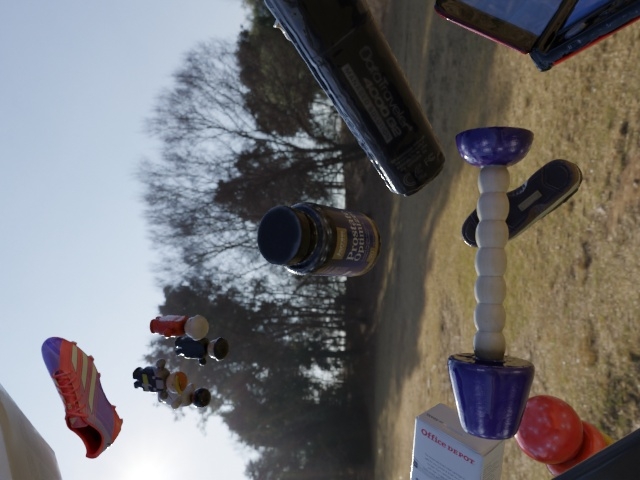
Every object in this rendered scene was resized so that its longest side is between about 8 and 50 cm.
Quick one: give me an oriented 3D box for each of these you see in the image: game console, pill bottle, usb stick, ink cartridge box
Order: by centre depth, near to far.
[{"bbox_3d":[0.172,-0.193,0.362,0.124,0.085,0.144,-23,25,55],"label":"game console"},{"bbox_3d":[0.045,-0.153,0.513,0.278,0.077,0.045,49,-177,-38],"label":"usb stick"},{"bbox_3d":[0.000,0.000,0.891,0.219,0.123,0.123,6,-94,-53],"label":"pill bottle"},{"bbox_3d":[0.253,0.436,0.980,0.086,0.148,0.203,-12,-69,-40],"label":"ink cartridge box"}]

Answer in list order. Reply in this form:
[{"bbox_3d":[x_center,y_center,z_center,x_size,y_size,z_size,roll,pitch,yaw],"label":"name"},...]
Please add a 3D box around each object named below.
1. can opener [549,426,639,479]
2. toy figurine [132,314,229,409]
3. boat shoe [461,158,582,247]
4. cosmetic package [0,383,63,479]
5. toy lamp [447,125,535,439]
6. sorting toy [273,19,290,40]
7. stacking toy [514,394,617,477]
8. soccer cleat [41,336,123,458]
[{"bbox_3d":[0.194,0.218,0.381,0.093,0.280,0.074,53,173,42],"label":"can opener"},{"bbox_3d":[-0.331,0.299,1.275,0.213,0.148,0.209,71,-155,-53],"label":"toy figurine"},{"bbox_3d":[0.406,-0.062,1.044,0.095,0.257,0.095,-3,-115,-48],"label":"boat shoe"},{"bbox_3d":[-0.484,0.432,0.834,0.377,0.097,0.284,41,146,42],"label":"cosmetic package"},{"bbox_3d":[0.158,0.038,0.479,0.080,0.080,0.275,17,-105,-87],"label":"toy lamp"},{"bbox_3d":[-0.023,-0.271,0.603,0.075,0.045,0.083,-54,-16,12],"label":"sorting toy"},{"bbox_3d":[0.395,0.333,0.738,0.141,0.330,0.141,-47,17,19],"label":"stacking toy"},{"bbox_3d":[-0.462,0.298,0.995,0.095,0.083,0.248,-72,-36,-66],"label":"soccer cleat"}]
